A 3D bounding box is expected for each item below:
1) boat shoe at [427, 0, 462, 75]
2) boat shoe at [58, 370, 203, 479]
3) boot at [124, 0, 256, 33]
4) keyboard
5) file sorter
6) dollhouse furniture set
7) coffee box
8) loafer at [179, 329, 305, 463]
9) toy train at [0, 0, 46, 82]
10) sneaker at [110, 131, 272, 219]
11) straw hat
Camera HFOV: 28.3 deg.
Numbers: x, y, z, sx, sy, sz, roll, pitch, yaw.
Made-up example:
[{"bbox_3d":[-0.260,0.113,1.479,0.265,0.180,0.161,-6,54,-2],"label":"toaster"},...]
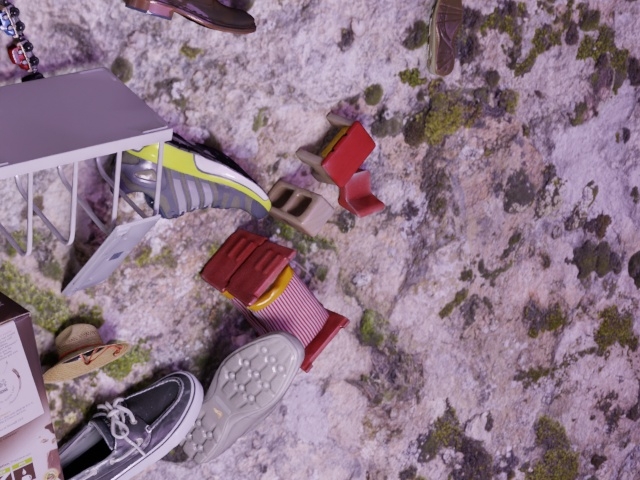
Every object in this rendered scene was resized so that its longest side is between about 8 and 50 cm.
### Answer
[{"bbox_3d":[0.213,-0.367,2.230,0.056,0.048,0.153,-3,101,-26],"label":"boat shoe"},{"bbox_3d":[-0.319,0.302,1.984,0.306,0.113,0.105,-37,140,-12],"label":"boat shoe"},{"bbox_3d":[-0.176,-0.371,1.872,0.219,0.082,0.106,6,105,-39],"label":"boot"},{"bbox_3d":[-0.305,0.023,1.831,0.072,0.256,0.014,-24,81,-36],"label":"keyboard"},{"bbox_3d":[-0.373,-0.098,1.722,0.277,0.193,0.173,-17,133,-33],"label":"file sorter"},{"bbox_3d":[0.000,0.000,2.108,0.374,0.152,0.201,-51,131,-13],"label":"dollhouse furniture set"},{"bbox_3d":[-0.470,0.224,1.791,0.119,0.168,0.297,-23,120,-32],"label":"coffee box"},{"bbox_3d":[-0.121,0.245,2.062,0.319,0.112,0.111,-46,169,35],"label":"loafer"},{"bbox_3d":[-0.413,-0.258,1.753,0.036,0.027,0.158,-27,123,-17],"label":"toy train"},{"bbox_3d":[-0.203,-0.086,1.956,0.300,0.111,0.121,23,104,-39],"label":"sneaker"},{"bbox_3d":[-0.365,0.159,1.923,0.144,0.144,0.061,-14,74,-36],"label":"straw hat"}]
